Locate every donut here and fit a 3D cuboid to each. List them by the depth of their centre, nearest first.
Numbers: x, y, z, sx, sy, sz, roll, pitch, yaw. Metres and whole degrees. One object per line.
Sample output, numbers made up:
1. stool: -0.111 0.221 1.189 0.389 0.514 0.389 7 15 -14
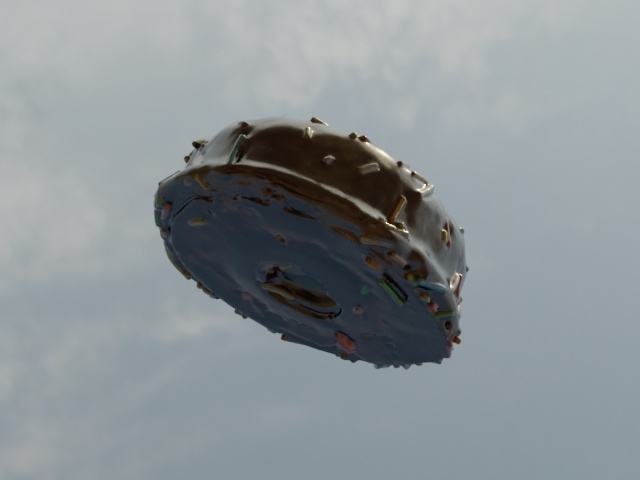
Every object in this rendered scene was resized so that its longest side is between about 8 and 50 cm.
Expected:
1. donut: 0.000 0.000 1.380 0.235 0.235 0.089 15 -119 21
